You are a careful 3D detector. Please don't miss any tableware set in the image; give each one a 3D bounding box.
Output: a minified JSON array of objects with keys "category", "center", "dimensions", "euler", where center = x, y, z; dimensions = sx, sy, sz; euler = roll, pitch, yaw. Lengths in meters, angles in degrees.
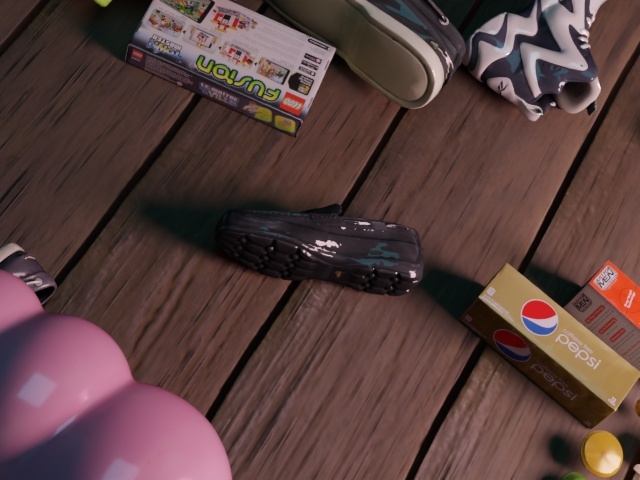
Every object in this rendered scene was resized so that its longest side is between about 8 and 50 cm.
[{"category":"tableware set","center":[0.310,0.227,1.322],"dimensions":[0.104,0.024,0.154],"euler":[40,67,-3]}]

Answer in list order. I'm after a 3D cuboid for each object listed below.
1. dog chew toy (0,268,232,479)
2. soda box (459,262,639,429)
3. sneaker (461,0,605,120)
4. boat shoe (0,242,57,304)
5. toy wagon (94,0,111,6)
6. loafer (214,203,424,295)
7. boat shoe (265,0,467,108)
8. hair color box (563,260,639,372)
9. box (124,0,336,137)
[{"category":"dog chew toy","center":[-0.230,0.158,1.104],"dimensions":[0.207,0.206,0.332],"euler":[-39,83,-28]},{"category":"soda box","center":[0.238,0.110,1.348],"dimensions":[0.181,0.061,0.058],"euler":[39,60,6]},{"category":"sneaker","center":[0.295,-0.222,1.518],"dimensions":[0.235,0.094,0.153],"euler":[-32,76,-26]},{"category":"boat shoe","center":[-0.326,0.087,1.200],"dimensions":[0.065,0.075,0.206],"euler":[34,55,7]},{"category":"toy wagon","center":[-0.180,-0.379,1.413],"dimensions":[0.344,0.068,0.267],"euler":[43,94,12]},{"category":"loafer","center":[0.000,0.000,1.337],"dimensions":[0.223,0.076,0.078],"euler":[11,56,-15]},{"category":"boat shoe","center":[0.031,-0.297,1.467],"dimensions":[0.340,0.127,0.113],"euler":[41,53,14]},{"category":"hair color box","center":[0.334,0.094,1.377],"dimensions":[0.141,0.072,0.043],"euler":[42,61,8]},{"category":"box","center":[-0.098,-0.206,1.434],"dimensions":[0.207,0.036,0.114],"euler":[24,60,-2]}]
